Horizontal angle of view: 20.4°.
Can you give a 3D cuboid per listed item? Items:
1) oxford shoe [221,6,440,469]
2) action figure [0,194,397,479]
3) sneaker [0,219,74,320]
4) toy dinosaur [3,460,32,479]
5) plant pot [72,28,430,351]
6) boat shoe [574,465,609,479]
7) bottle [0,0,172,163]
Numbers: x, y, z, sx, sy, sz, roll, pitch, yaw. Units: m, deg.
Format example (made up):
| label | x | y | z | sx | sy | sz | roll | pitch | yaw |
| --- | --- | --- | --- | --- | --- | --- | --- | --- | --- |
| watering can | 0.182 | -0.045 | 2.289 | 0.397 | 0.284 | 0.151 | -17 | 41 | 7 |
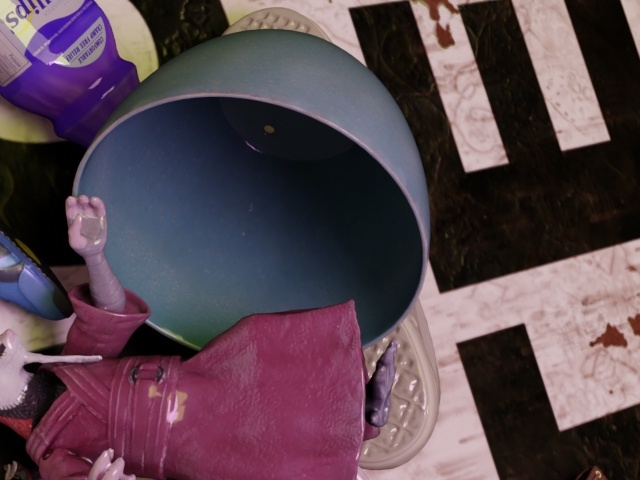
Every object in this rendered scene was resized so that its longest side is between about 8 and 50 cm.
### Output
| label | x | y | z | sx | sy | sz | roll | pitch | yaw |
| --- | --- | --- | --- | --- | --- | --- | --- | --- | --- |
| oxford shoe | 0.000 | 0.000 | 1.649 | 0.130 | 0.169 | 0.449 | 38 | 32 | -74 |
| action figure | -0.125 | 0.135 | 1.453 | 0.370 | 0.276 | 0.248 | 6 | 63 | 7 |
| sneaker | -0.298 | 0.011 | 1.484 | 0.082 | 0.069 | 0.209 | -48 | 116 | -1 |
| toy dinosaur | -0.272 | 0.215 | 1.456 | 0.082 | 0.047 | 0.090 | -10 | 114 | -44 |
| plant pot | -0.040 | -0.065 | 1.488 | 0.290 | 0.290 | 0.195 | 37 | 40 | -19 |
| boat shoe | 0.220 | 0.289 | 1.733 | 0.207 | 0.073 | 0.073 | -28 | 90 | -44 |
| bottle | -0.243 | -0.174 | 1.550 | 0.283 | 0.092 | 0.118 | 49 | 53 | -12 |
